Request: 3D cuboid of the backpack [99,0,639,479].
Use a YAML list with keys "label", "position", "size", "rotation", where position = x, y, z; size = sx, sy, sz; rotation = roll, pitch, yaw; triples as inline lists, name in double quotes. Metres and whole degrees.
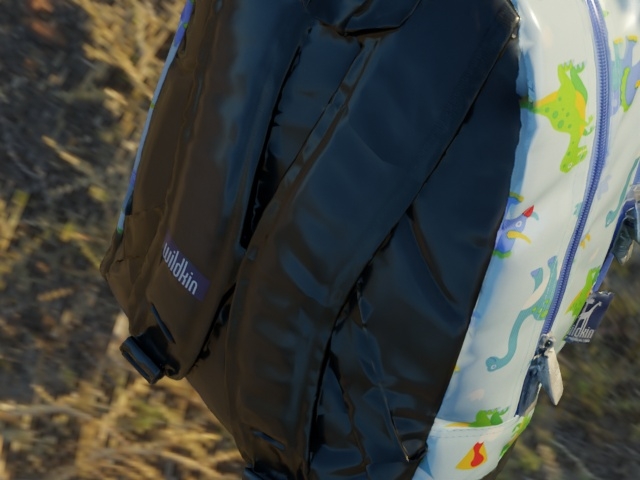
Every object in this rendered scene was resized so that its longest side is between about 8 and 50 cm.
- label: "backpack"
  position: [0.042, -0.055, 1.003]
  size: [0.273, 0.356, 0.290]
  rotation: [-29, 55, -27]
